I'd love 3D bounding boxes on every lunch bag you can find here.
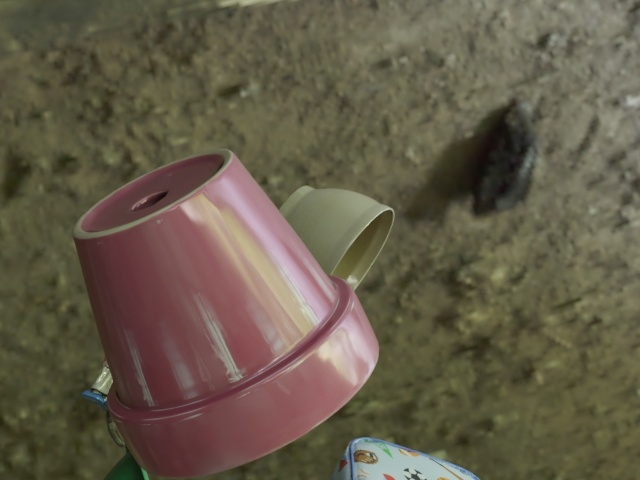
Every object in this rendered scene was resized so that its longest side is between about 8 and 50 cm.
[{"bbox_3d":[0.125,0.391,1.783,0.243,0.303,0.115,22,116,-12],"label":"lunch bag"}]

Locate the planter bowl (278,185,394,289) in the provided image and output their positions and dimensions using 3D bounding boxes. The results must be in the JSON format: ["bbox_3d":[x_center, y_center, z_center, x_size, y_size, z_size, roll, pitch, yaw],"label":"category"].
[{"bbox_3d":[0.000,0.000,1.706,0.162,0.109,0.162,-50,165,-19],"label":"planter bowl"}]

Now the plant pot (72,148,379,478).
[{"bbox_3d":[-0.082,0.042,1.015,0.201,0.180,0.201,-22,-161,8],"label":"plant pot"}]

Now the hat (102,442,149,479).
[{"bbox_3d":[-0.275,0.345,1.595,0.183,0.209,0.173,-16,155,-14],"label":"hat"}]

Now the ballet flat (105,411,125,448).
[{"bbox_3d":[-0.213,0.195,1.896,0.058,0.084,0.250,-16,-163,27],"label":"ballet flat"}]

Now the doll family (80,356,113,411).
[{"bbox_3d":[-0.178,0.186,1.843,0.118,0.163,0.263,5,151,38],"label":"doll family"}]
